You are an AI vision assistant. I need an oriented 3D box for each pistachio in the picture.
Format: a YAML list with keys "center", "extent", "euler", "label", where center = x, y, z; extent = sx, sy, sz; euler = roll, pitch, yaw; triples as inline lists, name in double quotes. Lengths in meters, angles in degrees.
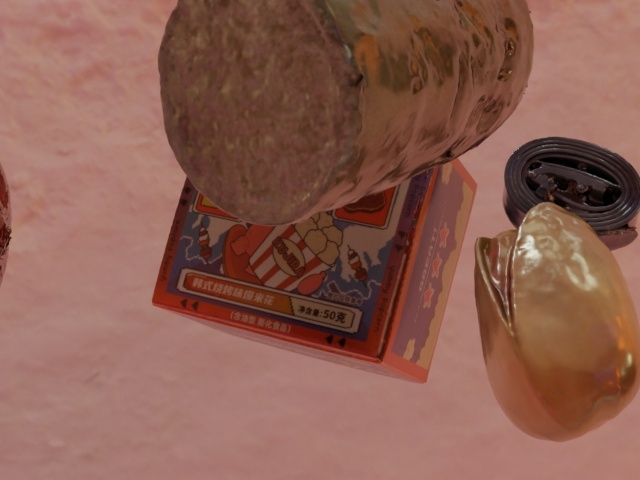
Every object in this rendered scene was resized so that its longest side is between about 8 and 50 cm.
- center: [0.265, 0.095, 1.332]
  extent: [0.188, 0.187, 0.299]
  euler: [-10, 53, 0]
  label: "pistachio"

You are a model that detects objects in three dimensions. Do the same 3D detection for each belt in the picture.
- center: [0.338, -0.057, 1.537]
  extent: [0.190, 0.082, 0.141]
  euler: [19, 69, 15]
  label: "belt"

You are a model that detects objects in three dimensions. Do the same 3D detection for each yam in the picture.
- center: [0.013, -0.069, 0.468]
  extent: [0.107, 0.107, 0.194]
  euler: [28, 24, 18]
  label: "yam"

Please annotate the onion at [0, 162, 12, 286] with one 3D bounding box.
- center: [-0.378, -0.009, 1.047]
  extent: [0.190, 0.246, 0.246]
  euler: [1, 62, 15]
  label: "onion"

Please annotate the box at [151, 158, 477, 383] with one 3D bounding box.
- center: [0.000, 0.000, 1.616]
  extent: [0.349, 0.257, 0.318]
  euler: [14, 80, 22]
  label: "box"
